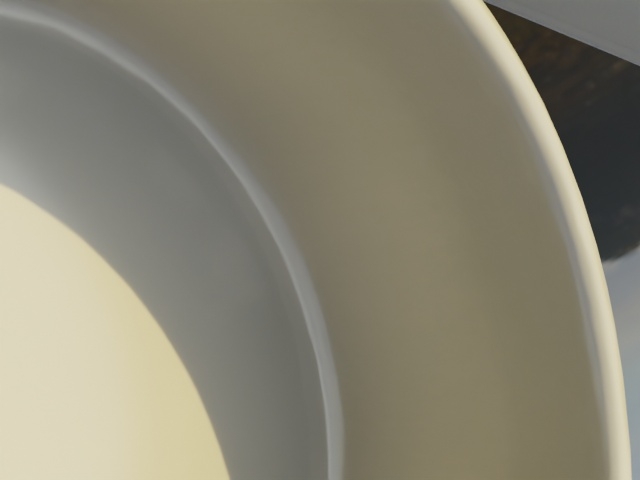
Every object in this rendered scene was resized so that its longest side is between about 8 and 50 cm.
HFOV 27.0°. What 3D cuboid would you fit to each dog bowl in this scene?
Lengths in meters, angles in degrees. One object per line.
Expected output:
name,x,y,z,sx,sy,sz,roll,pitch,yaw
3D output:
dog bowl,-0.042,0.056,0.275,0.104,0.265,0.265,-6,-169,40

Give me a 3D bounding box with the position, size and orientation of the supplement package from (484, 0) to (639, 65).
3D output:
supplement package,0.140,-0.196,0.542,0.263,0.198,0.199,-57,170,-68
